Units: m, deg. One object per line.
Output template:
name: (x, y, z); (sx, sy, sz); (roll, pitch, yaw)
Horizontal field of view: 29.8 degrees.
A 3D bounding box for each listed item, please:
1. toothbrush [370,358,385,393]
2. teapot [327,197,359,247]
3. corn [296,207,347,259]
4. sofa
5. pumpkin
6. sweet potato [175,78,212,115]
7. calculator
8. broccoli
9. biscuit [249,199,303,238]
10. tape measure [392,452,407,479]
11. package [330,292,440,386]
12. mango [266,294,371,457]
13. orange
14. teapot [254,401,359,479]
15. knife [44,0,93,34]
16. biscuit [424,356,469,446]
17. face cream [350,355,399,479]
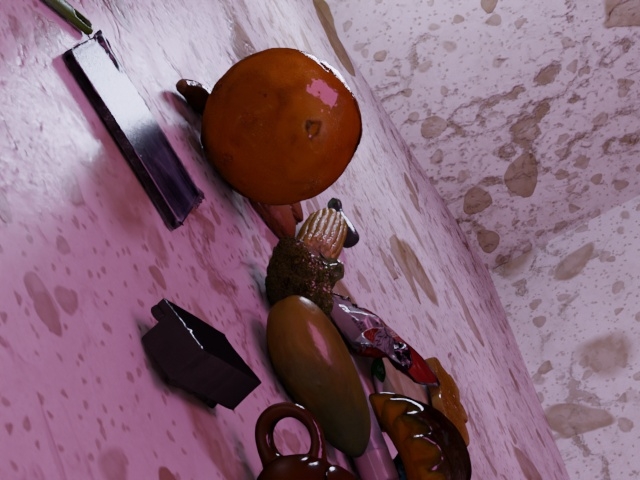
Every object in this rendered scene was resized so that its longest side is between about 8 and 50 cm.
toothbrush: (0.098, 0.223, 2.091); (0.030, 0.030, 0.304); (55, 11, -29)
teapot: (0.043, -0.037, 2.392); (0.043, 0.043, 0.110); (49, 16, -47)
corn: (0.000, 0.000, 2.031); (0.081, 0.081, 0.248); (60, 12, -9)
sofa: (-0.134, 0.127, 1.286); (0.085, 0.060, 0.147); (49, 4, 30)
pumpkin: (0.166, 0.287, 1.745); (0.254, 0.149, 0.130); (-126, -143, -51)
sweet potato: (-0.158, -0.209, 1.908); (0.057, 0.057, 0.264); (65, 14, 13)
calculator: (-0.234, -0.143, 1.525); (0.261, 0.021, 0.161); (59, 13, -11)
broccoli: (-0.022, 0.059, 1.726); (0.131, 0.120, 0.130); (27, -48, 44)
biscuit: (-0.071, -0.071, 2.005); (0.186, 0.036, 0.192); (55, 15, -35)
tape measure: (0.152, 0.386, 1.819); (0.146, 0.081, 0.125); (62, 22, 10)
package: (0.096, 0.169, 2.078); (0.194, 0.071, 0.269); (58, 11, 28)
mango: (0.001, 0.181, 1.629); (0.137, 0.091, 0.237); (-86, 152, -58)
orange: (-0.060, -0.172, 1.800); (0.240, 0.240, 0.240); (57, 13, -21)
teapot: (0.005, 0.288, 1.298); (0.252, 0.135, 0.178); (67, 9, 20)
knife: (-0.333, -0.295, 1.459); (0.212, 0.015, 0.054); (37, 28, -63)
biscuit: (0.256, 0.341, 2.453); (0.166, 0.036, 0.225); (52, 18, -36)
face cream: (0.054, 0.265, 1.733); (0.084, 0.057, 0.198); (64, 5, -67)
